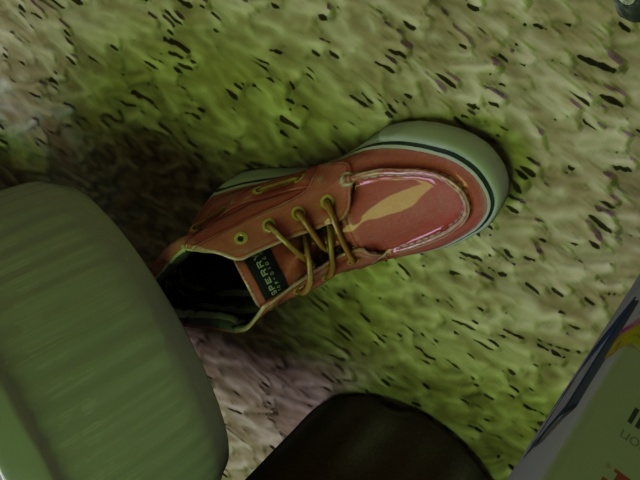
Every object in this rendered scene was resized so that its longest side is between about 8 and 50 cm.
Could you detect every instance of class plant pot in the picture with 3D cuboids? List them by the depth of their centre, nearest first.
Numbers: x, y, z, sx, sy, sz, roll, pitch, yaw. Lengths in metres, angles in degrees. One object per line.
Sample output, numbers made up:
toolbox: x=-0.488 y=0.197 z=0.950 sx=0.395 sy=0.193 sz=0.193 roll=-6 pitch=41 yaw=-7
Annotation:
plant pot: x=0.002 y=0.176 z=0.889 sx=0.167 sy=0.165 sz=0.167 roll=20 pitch=136 yaw=21

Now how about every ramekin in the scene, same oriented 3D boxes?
ramekin: x=-0.133 y=0.069 z=0.853 sx=0.207 sy=0.109 sz=0.207 roll=50 pitch=158 yaw=29

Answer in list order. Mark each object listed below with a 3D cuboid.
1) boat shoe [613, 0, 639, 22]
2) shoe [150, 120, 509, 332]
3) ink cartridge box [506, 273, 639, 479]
boat shoe: x=0.113 y=-0.160 z=0.571 sx=0.070 sy=0.078 sz=0.219 roll=11 pitch=133 yaw=29
shoe: x=0.000 y=0.000 z=0.797 sx=0.178 sy=0.081 sz=0.063 roll=-9 pitch=119 yaw=42
ink cartridge box: x=0.164 y=0.091 z=0.651 sx=0.154 sy=0.212 sz=0.093 roll=36 pitch=139 yaw=6
